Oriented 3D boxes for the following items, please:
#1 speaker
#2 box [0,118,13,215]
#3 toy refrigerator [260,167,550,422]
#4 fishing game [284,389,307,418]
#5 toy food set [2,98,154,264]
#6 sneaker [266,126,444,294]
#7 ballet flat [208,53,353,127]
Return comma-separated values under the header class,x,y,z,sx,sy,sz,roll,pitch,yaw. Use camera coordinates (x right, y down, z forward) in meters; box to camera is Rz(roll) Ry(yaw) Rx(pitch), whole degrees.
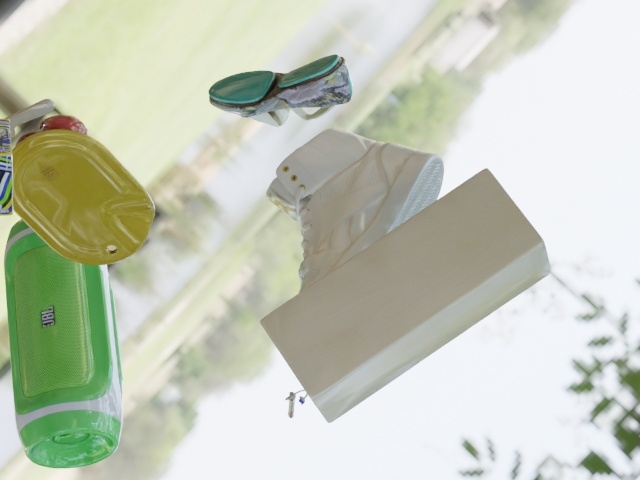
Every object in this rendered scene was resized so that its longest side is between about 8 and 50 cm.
class,x,y,z,sx,sy,sz,roll,pitch,yaw
speaker,-0.309,0.116,2.074,0.131,0.131,0.297,-46,-135,46
box,-0.309,-0.052,1.258,0.059,0.168,0.054,-109,-160,-57
toy refrigerator,0.086,0.056,1.699,0.269,0.102,0.094,-34,155,-3
fishing game,0.049,0.119,2.182,0.264,0.041,0.189,-41,170,-11
toy food set,-0.269,-0.073,1.851,0.128,0.218,0.071,-31,-150,17
sneaker,0.000,0.000,1.940,0.292,0.169,0.108,-56,152,-27
ballet flat,-0.025,-0.095,1.156,0.114,0.041,0.041,-7,-153,37
